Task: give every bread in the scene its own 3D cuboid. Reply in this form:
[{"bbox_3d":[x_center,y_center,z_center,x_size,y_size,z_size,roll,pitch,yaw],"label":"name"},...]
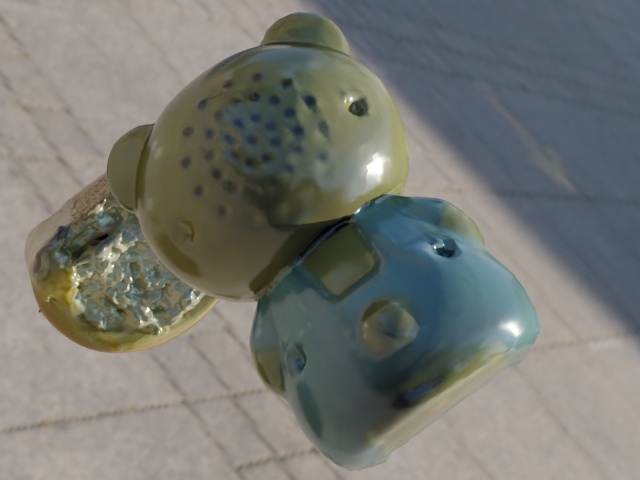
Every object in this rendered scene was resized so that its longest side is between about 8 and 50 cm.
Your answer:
[{"bbox_3d":[-0.215,0.003,2.074,0.211,0.316,0.270,56,-5,-15],"label":"bread"}]

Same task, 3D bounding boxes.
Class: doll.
[{"bbox_3d":[0.000,0.000,1.015,0.260,0.177,0.161,54,1,11],"label":"doll"}]
